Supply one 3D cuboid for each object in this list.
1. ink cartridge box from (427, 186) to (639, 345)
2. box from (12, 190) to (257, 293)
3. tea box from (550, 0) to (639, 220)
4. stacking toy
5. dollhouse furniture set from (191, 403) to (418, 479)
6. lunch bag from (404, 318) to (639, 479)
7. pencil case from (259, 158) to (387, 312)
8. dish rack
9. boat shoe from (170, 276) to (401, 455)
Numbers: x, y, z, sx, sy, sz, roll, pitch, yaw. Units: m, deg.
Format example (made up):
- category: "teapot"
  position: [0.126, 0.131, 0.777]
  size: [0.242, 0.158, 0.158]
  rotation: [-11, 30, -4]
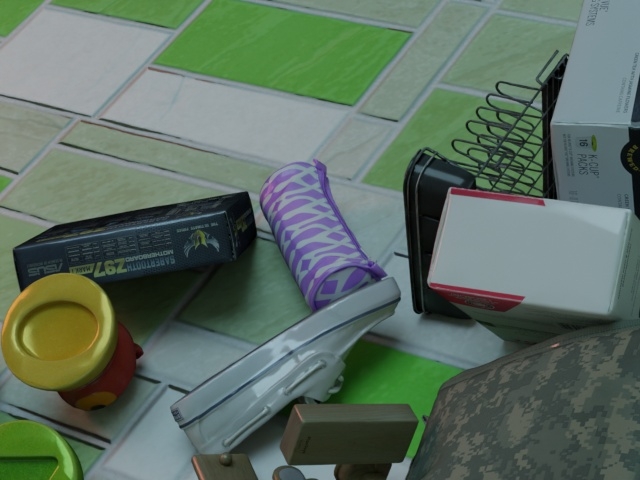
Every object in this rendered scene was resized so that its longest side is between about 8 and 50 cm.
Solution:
- category: "ink cartridge box"
  position: [0.224, 0.037, 1.529]
  size: [0.172, 0.237, 0.100]
  rotation: [8, 79, 25]
- category: "box"
  position: [-0.194, 0.002, 1.774]
  size: [0.232, 0.059, 0.183]
  rotation: [-11, 6, 6]
- category: "tea box"
  position: [0.427, -0.139, 1.686]
  size: [0.323, 0.220, 0.329]
  rotation: [3, 45, 20]
- category: "stacking toy"
  position: [-0.333, 0.192, 1.675]
  size: [0.309, 0.130, 0.279]
  rotation: [-5, 68, 15]
- category: "dollhouse furniture set"
  position: [-0.017, 0.184, 1.506]
  size: [0.144, 0.151, 0.123]
  rotation: [2, 33, -26]
- category: "lunch bag"
  position: [0.190, 0.211, 1.403]
  size: [0.287, 0.169, 0.235]
  rotation: [-13, 35, 37]
- category: "pencil case"
  position: [0.000, 0.000, 1.760]
  size: [0.088, 0.086, 0.206]
  rotation: [-47, 41, 15]
- category: "dish rack"
  position: [0.184, -0.063, 1.694]
  size: [0.074, 0.208, 0.271]
  rotation: [21, 50, 25]
- category: "boat shoe"
  position: [-0.021, 0.129, 1.632]
  size: [0.258, 0.084, 0.095]
  rotation: [-32, -1, -6]
